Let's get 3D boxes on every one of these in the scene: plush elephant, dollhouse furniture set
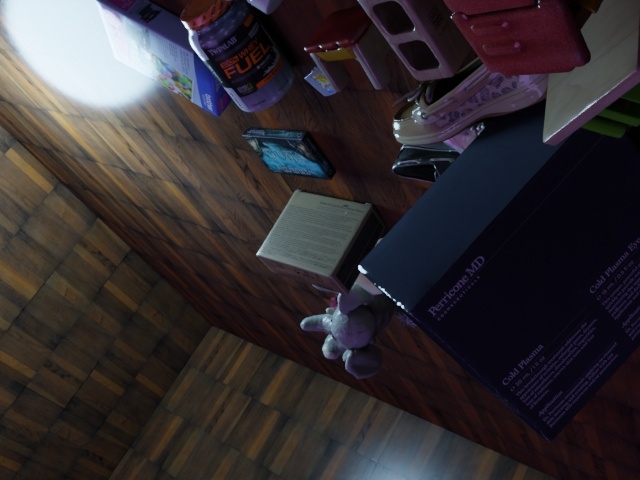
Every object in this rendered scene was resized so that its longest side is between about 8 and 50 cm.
[{"bbox_3d":[0.075,0.209,1.732,0.330,0.271,0.255,-1,-175,31],"label":"plush elephant"},{"bbox_3d":[0.134,-0.286,0.682,0.152,0.201,0.374,46,162,-31],"label":"dollhouse furniture set"}]

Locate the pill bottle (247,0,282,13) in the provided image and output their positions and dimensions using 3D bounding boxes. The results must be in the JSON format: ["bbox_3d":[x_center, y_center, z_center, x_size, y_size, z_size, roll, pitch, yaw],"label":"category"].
[{"bbox_3d":[-0.141,-0.404,0.891,0.222,0.124,0.124,34,159,-2],"label":"pill bottle"}]

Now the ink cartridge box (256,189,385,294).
[{"bbox_3d":[0.000,0.000,1.493,0.235,0.193,0.088,15,155,40],"label":"ink cartridge box"}]

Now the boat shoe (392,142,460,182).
[{"bbox_3d":[0.220,-0.116,1.095,0.219,0.070,0.077,14,152,40],"label":"boat shoe"}]

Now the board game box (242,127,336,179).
[{"bbox_3d":[-0.068,-0.186,1.412,0.186,0.026,0.126,12,151,43],"label":"board game box"}]

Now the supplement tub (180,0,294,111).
[{"bbox_3d":[-0.137,-0.316,1.092,0.117,0.117,0.190,11,151,44],"label":"supplement tub"}]

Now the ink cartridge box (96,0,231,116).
[{"bbox_3d":[-0.277,-0.355,1.287,0.311,0.065,0.185,28,159,6],"label":"ink cartridge box"}]

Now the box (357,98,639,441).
[{"bbox_3d":[0.291,0.030,0.897,0.312,0.343,0.179,43,180,-25],"label":"box"}]

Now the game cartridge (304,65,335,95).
[{"bbox_3d":[0.011,-0.274,1.119,0.056,0.017,0.083,35,160,-17],"label":"game cartridge"}]

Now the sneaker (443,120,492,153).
[{"bbox_3d":[0.229,-0.168,1.011,0.134,0.051,0.070,44,133,17],"label":"sneaker"}]

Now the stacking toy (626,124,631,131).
[{"bbox_3d":[0.440,-0.166,0.711,0.167,0.052,0.221,25,156,14],"label":"stacking toy"}]

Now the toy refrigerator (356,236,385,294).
[{"bbox_3d":[0.168,0.046,1.488,0.094,0.102,0.269,38,159,-13],"label":"toy refrigerator"}]

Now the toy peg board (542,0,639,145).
[{"bbox_3d":[0.316,-0.194,0.695,0.079,0.160,0.161,15,161,-9],"label":"toy peg board"}]

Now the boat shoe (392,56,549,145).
[{"bbox_3d":[0.195,-0.210,0.900,0.089,0.104,0.285,46,145,-21],"label":"boat shoe"}]
